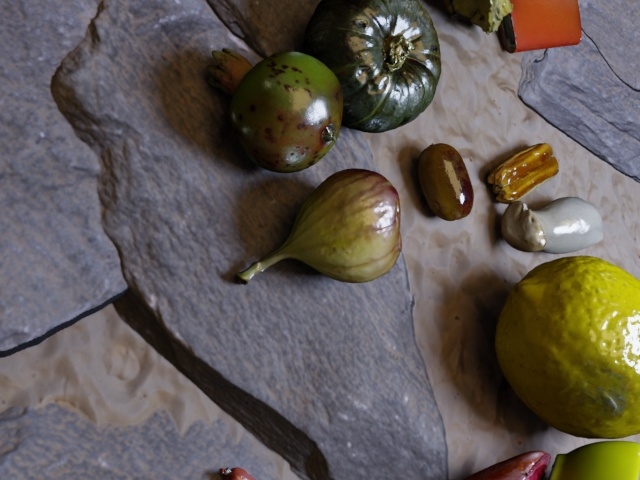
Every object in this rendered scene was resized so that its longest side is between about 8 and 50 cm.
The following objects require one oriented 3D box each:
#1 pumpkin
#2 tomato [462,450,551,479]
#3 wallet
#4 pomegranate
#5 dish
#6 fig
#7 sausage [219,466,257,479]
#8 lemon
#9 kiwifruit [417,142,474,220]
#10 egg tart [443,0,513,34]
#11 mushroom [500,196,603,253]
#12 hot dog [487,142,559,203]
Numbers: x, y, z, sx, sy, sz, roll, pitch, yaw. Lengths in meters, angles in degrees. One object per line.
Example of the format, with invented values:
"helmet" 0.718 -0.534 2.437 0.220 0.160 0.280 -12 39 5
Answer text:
"pumpkin" 0.079 -0.267 1.089 0.223 0.157 0.224 2 87 -32
"tomato" 0.230 0.355 1.018 0.189 0.099 0.173 -61 149 -14
"wallet" 0.402 -0.425 1.397 0.204 0.045 0.142 -16 95 -34
"pomegranate" -0.063 -0.180 0.992 0.205 0.159 0.159 37 56 13
"dish" 0.362 0.394 1.066 0.221 0.108 0.262 -34 138 -58
"fig" 0.016 0.005 0.981 0.143 0.160 0.231 31 54 27
"sausage" -0.029 0.354 0.917 0.253 0.034 0.034 45 58 -13
"lemon" 0.398 0.161 1.107 0.310 0.253 0.253 46 58 -13
"kiwifruit" 0.192 -0.090 1.158 0.075 0.075 0.124 -20 90 -34
"egg tart" 0.249 -0.454 1.250 0.106 0.241 0.241 -13 81 8
"mushroom" 0.392 -0.025 1.251 0.212 0.088 0.097 -2 88 -30
"hot dog" 0.348 -0.117 1.277 0.165 0.045 0.071 -29 90 -34
